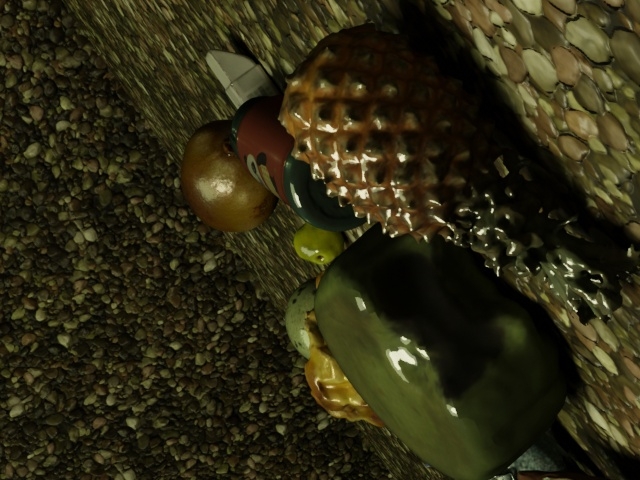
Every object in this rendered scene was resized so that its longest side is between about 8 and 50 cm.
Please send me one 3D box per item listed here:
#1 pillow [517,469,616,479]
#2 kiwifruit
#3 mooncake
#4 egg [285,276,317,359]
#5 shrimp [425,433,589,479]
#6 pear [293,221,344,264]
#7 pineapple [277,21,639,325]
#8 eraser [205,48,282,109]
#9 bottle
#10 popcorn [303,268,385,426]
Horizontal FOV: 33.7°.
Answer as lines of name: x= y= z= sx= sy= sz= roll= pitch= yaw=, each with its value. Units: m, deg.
pillow: x=0.408 y=0.413 z=1.281 sx=0.305 sy=0.108 sz=0.308 roll=56 pitch=155 yaw=-12
kiwifruit: x=-0.163 y=-0.119 z=1.932 sx=0.196 sy=0.196 sz=0.234 roll=51 pitch=164 yaw=11
mooncake: x=0.152 y=0.136 z=1.361 sx=0.351 sy=0.187 sz=0.351 roll=44 pitch=160 yaw=20
egg: x=0.037 y=0.170 z=2.073 sx=0.228 sy=0.177 sz=0.177 roll=38 pitch=168 yaw=8
shrimp: x=0.310 y=0.351 z=1.502 sx=0.411 sy=0.166 sz=0.221 roll=29 pitch=-153 yaw=16
pear: x=0.000 y=0.000 z=1.913 sx=0.092 sy=0.092 sz=0.097 roll=63 pitch=-152 yaw=-47
pineapple: x=0.126 y=-0.050 z=0.962 sx=0.361 sy=0.175 sz=0.175 roll=40 pitch=166 yaw=19
eraser: x=-0.055 y=-0.161 z=1.652 sx=0.352 sy=0.061 sz=0.089 roll=54 pitch=170 yaw=-6
bottle: x=-0.029 y=-0.122 z=1.445 sx=0.144 sy=0.144 sz=0.336 roll=57 pitch=172 yaw=-26
popcorn: x=0.077 y=0.184 z=1.866 sx=0.332 sy=0.225 sz=0.264 roll=-106 pitch=2 yaw=-49
